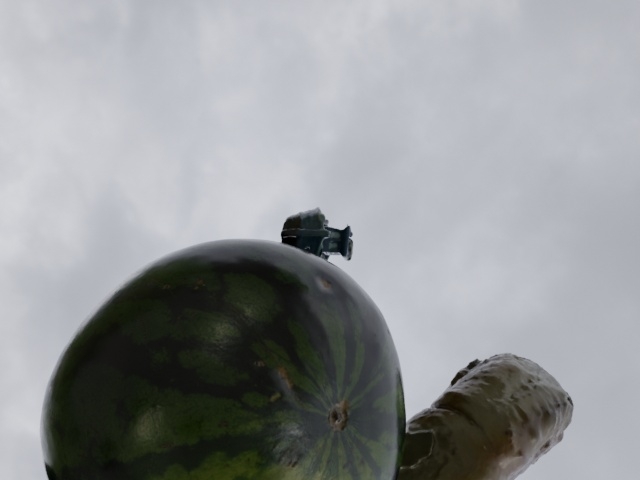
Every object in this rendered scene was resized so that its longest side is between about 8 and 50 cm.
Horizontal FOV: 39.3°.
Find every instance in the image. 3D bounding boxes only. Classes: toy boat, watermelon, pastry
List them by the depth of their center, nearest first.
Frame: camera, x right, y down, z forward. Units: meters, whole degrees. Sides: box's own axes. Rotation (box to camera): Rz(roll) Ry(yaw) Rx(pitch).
[{"bbox_3d":[-0.075,0.142,0.713,0.285,0.285,0.285,-7,-107,24],"label":"watermelon"},{"bbox_3d":[0.000,0.000,0.832,0.061,0.137,0.060,4,-97,7],"label":"toy boat"},{"bbox_3d":[0.134,0.205,0.887,0.236,0.257,0.121,-43,-111,6],"label":"pastry"}]
